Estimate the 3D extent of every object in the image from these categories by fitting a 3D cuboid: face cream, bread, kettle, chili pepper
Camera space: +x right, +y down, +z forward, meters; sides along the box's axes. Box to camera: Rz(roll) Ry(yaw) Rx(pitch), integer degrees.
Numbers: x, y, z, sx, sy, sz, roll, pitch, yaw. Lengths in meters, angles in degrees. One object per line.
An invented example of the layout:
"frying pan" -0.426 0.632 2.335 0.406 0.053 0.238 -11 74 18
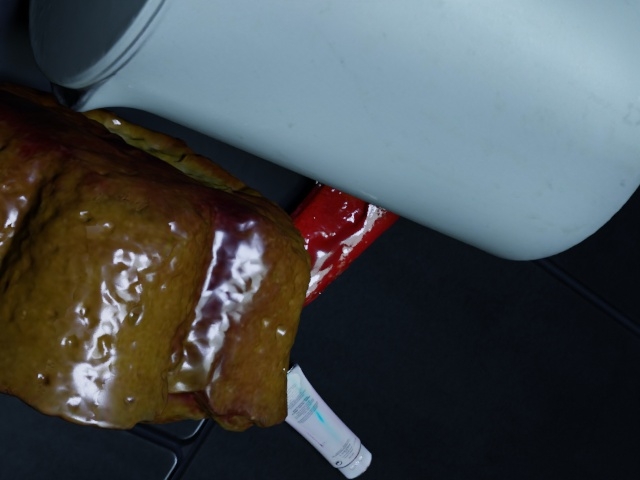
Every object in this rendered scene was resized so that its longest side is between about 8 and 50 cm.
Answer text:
"face cream" 0.000 0.133 1.014 0.038 0.020 0.115 -46 128 -8
"bread" -0.119 0.010 0.741 0.232 0.247 0.135 13 104 -52
"kettle" 0.037 -0.148 0.767 0.318 0.205 0.265 19 127 -31
"chili pepper" 0.000 0.000 0.936 0.268 0.050 0.059 -44 145 -10
